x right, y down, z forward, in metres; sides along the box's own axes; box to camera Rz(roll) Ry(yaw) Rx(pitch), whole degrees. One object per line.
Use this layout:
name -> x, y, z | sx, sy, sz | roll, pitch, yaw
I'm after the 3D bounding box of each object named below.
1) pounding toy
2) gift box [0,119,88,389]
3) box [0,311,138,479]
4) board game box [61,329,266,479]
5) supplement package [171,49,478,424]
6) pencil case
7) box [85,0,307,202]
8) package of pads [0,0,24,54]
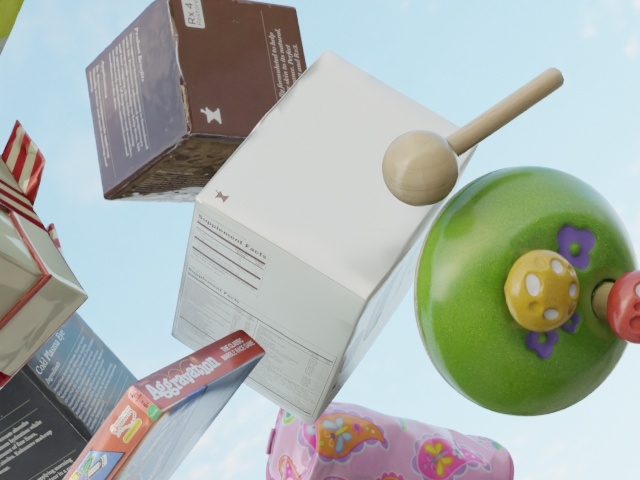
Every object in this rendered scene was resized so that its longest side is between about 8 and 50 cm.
pounding toy -> 0.160, 0.013, 0.871 | 0.183, 0.237, 0.110 | -26, 12, -21
gift box -> -0.350, 0.001, 0.955 | 0.255, 0.276, 0.258 | -41, -41, 9
box -> -0.443, 0.188, 1.479 | 0.343, 0.312, 0.179 | -33, 18, 18
board game box -> -0.148, 0.180, 0.797 | 0.281, 0.027, 0.145 | -53, -10, 20
supplement package -> 0.000, 0.000, 1.022 | 0.194, 0.149, 0.203 | -53, -11, -34
pencil case -> 0.079, 0.254, 1.416 | 0.284, 0.124, 0.124 | 16, -58, -29
box -> -0.134, -0.149, 1.388 | 0.167, 0.168, 0.203 | 1, -18, -37
package of pads -> -0.378, -0.226, 1.058 | 0.296, 0.101, 0.229 | 23, -89, -62
